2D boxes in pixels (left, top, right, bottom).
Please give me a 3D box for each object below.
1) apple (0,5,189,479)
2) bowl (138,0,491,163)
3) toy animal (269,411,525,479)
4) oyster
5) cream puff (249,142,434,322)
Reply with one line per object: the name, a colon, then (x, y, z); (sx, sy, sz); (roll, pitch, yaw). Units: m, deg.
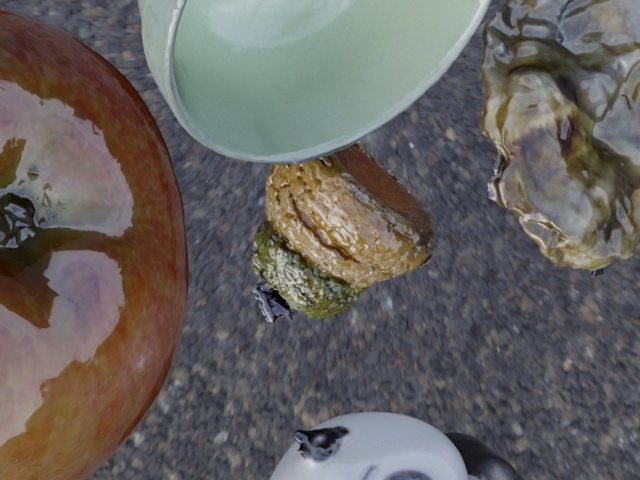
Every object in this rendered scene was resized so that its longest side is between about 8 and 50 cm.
apple: (-0.137, 0.010, 0.414); (0.188, 0.174, 0.188); (12, 70, -36)
bowl: (-0.015, -0.225, 0.975); (0.307, 0.307, 0.163); (-37, 60, 7)
toy animal: (0.058, 0.238, 1.001); (0.235, 0.165, 0.187); (24, 86, -47)
oyster: (0.161, -0.135, 0.690); (0.129, 0.079, 0.345); (29, 57, -20)
cream puff: (0.000, 0.000, 1.173); (0.183, 0.183, 0.169); (41, 107, -5)
